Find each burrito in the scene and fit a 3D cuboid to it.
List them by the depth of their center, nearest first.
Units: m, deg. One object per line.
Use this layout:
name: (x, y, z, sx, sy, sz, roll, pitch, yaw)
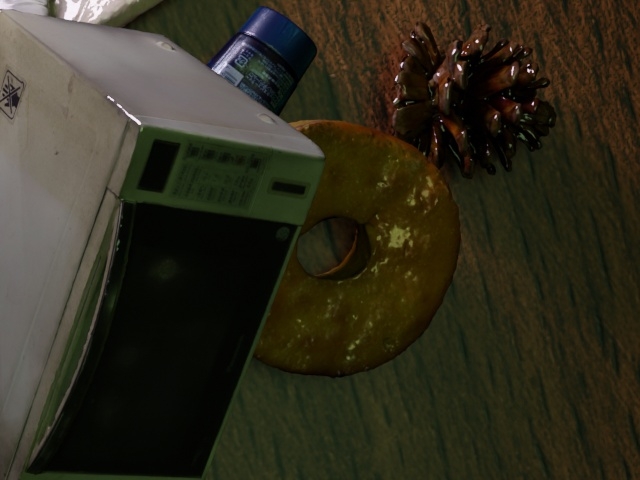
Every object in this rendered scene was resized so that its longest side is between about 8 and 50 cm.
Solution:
burrito: (-0.207, -0.281, 1.948, 0.275, 0.059, 0.082, -32, 75, -9)

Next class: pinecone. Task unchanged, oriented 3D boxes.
pinecone: (0.169, -0.156, 1.961, 0.195, 0.150, 0.179, 14, 80, -12)

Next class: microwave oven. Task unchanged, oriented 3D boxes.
microwave oven: (-0.205, 0.021, 1.719, 0.247, 0.333, 0.394, 5, 114, -41)

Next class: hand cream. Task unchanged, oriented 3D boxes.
hand cream: (-0.107, -0.134, 1.929, 0.120, 0.061, 0.270, 40, 68, -16)

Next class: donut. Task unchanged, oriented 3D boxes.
donut: (0.000, 0.000, 1.908, 0.303, 0.110, 0.303, -7, 108, -22)

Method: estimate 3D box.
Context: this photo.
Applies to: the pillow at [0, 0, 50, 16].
pillow: (-0.338, -0.228, 1.885, 0.144, 0.078, 0.254, -15, 68, 8)
